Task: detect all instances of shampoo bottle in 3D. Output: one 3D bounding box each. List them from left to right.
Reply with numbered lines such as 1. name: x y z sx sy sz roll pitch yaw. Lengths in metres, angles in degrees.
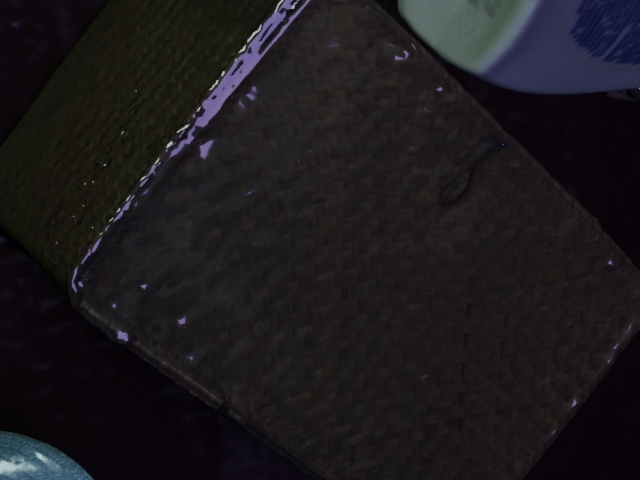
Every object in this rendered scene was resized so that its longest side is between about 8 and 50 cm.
1. shampoo bottle: 0.183 -0.136 0.922 0.359 0.078 0.134 -11 133 -46

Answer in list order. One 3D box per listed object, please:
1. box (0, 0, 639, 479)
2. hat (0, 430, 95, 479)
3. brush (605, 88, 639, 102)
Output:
1. box: 0.001 0.001 0.892 0.273 0.143 0.184 39 88 -34
2. hat: -0.184 0.156 0.893 0.190 0.078 0.138 -17 110 -2
3. brush: 0.245 -0.086 1.067 0.190 0.027 0.034 4 109 -32
